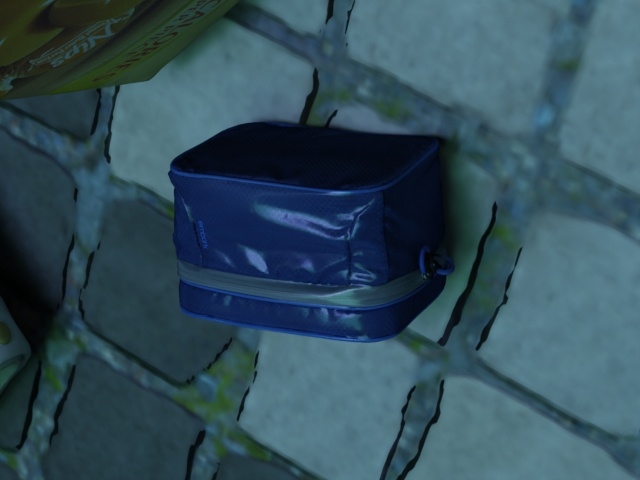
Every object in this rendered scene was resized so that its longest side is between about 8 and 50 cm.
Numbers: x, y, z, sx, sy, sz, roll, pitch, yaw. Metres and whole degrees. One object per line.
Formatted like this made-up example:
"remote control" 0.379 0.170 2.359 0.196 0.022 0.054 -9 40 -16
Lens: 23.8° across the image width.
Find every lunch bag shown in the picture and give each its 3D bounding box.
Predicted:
"lunch bag" 0.000 0.000 0.531 0.098 0.067 0.065 8 114 27

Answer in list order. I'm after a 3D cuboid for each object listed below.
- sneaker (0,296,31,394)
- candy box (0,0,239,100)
"sneaker" -0.254 0.063 0.685 0.292 0.108 0.169 -30 89 35
"candy box" -0.037 -0.145 0.405 0.316 0.183 0.087 -34 78 39
